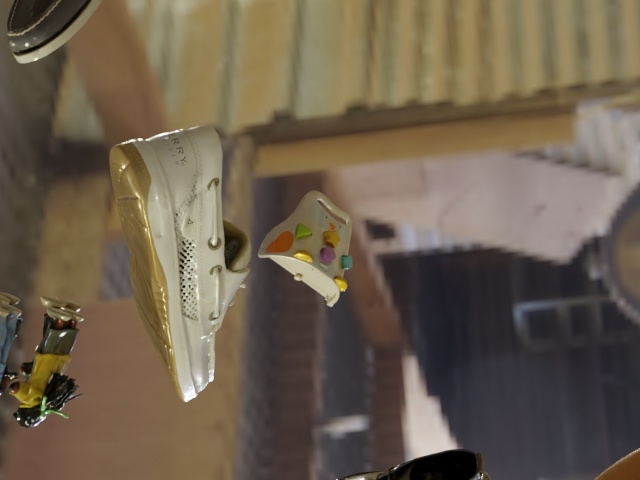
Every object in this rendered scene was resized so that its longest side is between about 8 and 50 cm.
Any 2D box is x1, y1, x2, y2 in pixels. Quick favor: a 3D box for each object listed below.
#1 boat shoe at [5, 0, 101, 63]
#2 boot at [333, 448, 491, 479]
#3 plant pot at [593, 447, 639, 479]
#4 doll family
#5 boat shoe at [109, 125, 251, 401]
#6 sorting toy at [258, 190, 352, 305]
[{"bbox_3d":[-0.176,-0.210,1.340,0.065,0.075,0.206,49,-133,-36],"label":"boat shoe"},{"bbox_3d":[0.058,0.240,1.880,0.106,0.219,0.082,88,172,-60],"label":"boot"},{"bbox_3d":[0.231,0.235,1.032,0.203,0.291,0.291,37,-145,-25],"label":"plant pot"},{"bbox_3d":[-0.249,0.105,1.602,0.193,0.076,0.111,12,-80,-58],"label":"doll family"},{"bbox_3d":[-0.097,0.022,1.561,0.098,0.096,0.277,56,160,37],"label":"boat shoe"},{"bbox_3d":[0.000,0.000,1.652,0.083,0.045,0.075,36,-124,-28],"label":"sorting toy"}]
